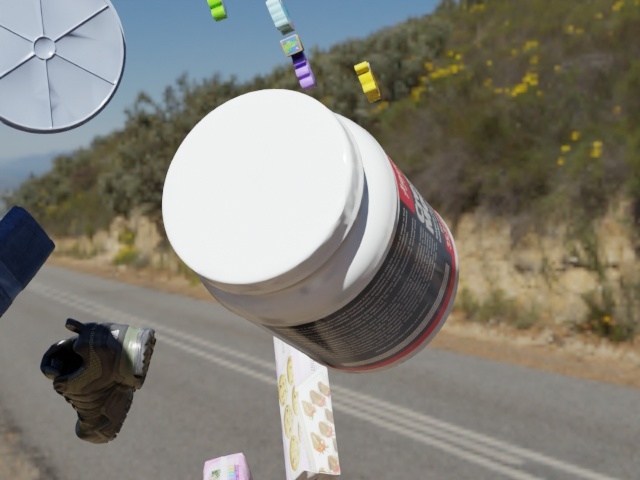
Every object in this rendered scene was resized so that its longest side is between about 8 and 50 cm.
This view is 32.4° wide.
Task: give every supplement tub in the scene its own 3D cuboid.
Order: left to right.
[{"bbox_3d":[0.000,0.000,0.983,0.191,0.191,0.272,1,-19,25],"label":"supplement tub"}]

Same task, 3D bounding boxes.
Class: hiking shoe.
[{"bbox_3d":[-0.266,0.155,1.275,0.114,0.086,0.227,21,-44,-9],"label":"hiking shoe"}]

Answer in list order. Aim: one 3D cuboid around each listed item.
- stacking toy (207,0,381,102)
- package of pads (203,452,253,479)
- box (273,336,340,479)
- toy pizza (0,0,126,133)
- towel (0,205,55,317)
[{"bbox_3d":[-0.036,-0.258,1.425,0.167,0.221,0.052,-20,7,10],"label":"stacking toy"},{"bbox_3d":[-0.054,0.169,0.682,0.032,0.050,0.083,-13,8,-4],"label":"package of pads"},{"bbox_3d":[-0.027,0.231,1.728,0.063,0.324,0.067,13,-40,-25],"label":"box"},{"bbox_3d":[-0.328,-0.226,1.295,0.201,0.201,0.032,-4,6,-28],"label":"toy pizza"},{"bbox_3d":[-0.308,0.028,1.046,0.029,0.067,0.119,9,51,35],"label":"towel"}]
